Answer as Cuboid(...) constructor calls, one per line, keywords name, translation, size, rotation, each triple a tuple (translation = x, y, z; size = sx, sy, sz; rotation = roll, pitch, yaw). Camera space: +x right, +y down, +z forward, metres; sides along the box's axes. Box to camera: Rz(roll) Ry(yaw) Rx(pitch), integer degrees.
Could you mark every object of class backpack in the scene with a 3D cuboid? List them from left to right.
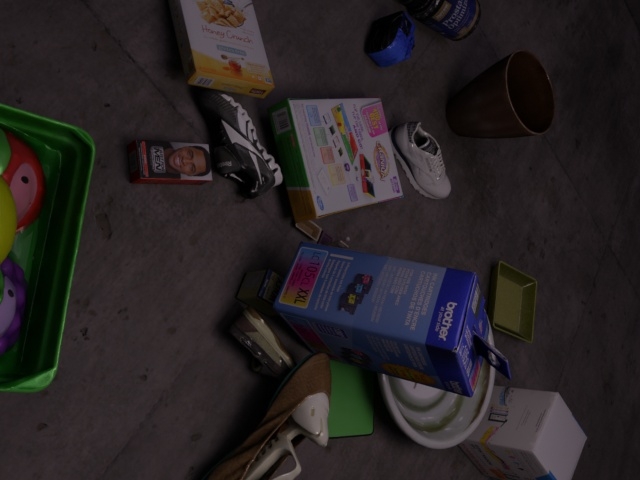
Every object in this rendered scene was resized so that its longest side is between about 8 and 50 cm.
Cuboid(name="backpack", translation=(0.176, -0.477, 1.491), size=(0.101, 0.097, 0.120), rotation=(39, 59, -33))

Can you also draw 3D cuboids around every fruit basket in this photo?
Cuboid(name="fruit basket", translation=(-0.426, -0.009, 0.738), size=(0.282, 0.392, 0.393), rotation=(15, 73, -37))

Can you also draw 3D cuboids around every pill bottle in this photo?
Cuboid(name="pill bottle", translation=(0.307, -0.618, 1.608), size=(0.219, 0.122, 0.123), rotation=(13, 75, -38))

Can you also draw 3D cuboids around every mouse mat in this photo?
Cuboid(name="mouse mat", translation=(0.062, 0.324, 1.321), size=(0.152, 0.007, 0.190), rotation=(10, 77, -38))

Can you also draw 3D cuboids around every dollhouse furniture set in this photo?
Cuboid(name="dollhouse furniture set", translation=(0.000, 0.000, 1.274), size=(0.114, 0.081, 0.091), rotation=(36, 61, -30))

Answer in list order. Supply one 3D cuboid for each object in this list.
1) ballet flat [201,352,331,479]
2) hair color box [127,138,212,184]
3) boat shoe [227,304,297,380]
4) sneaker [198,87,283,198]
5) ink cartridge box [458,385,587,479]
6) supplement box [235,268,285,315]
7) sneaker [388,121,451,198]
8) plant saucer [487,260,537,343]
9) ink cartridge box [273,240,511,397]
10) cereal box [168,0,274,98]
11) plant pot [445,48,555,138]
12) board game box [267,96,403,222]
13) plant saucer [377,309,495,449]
Cuboid(name="ballet flat", translation=(-0.065, 0.354, 1.084), size=(0.342, 0.124, 0.116), rotation=(-45, 134, -21))
Cuboid(name="hair color box", translation=(-0.267, -0.138, 1.099), size=(0.141, 0.043, 0.072), rotation=(-4, 84, -41))
Cuboid(name="boat shoe", translation=(-0.100, 0.219, 1.165), size=(0.073, 0.080, 0.224), rotation=(-35, 121, -8))
Cuboid(name="sneaker", translation=(-0.166, -0.177, 1.168), size=(0.106, 0.078, 0.234), rotation=(-50, 116, -36))
Cuboid(name="ink cartridge box", translation=(0.479, 0.475, 1.496), size=(0.171, 0.232, 0.168), rotation=(51, 57, -22))
Cuboid(name="supplement box", translation=(-0.100, 0.101, 1.172), size=(0.083, 0.083, 0.056), rotation=(34, 63, -31))
Cuboid(name="sneaker", translation=(0.262, -0.193, 1.518), size=(0.235, 0.094, 0.090), rotation=(46, 55, -26))
Cuboid(name="plant saucer", translation=(0.524, 0.173, 1.706), size=(0.188, 0.045, 0.189), rotation=(24, 69, -35))
Cuboid(name="ink cartridge box", translation=(0.151, 0.151, 1.121), size=(0.151, 0.395, 0.270), rotation=(-70, 153, -23))
Cuboid(name="cereal box", translation=(-0.191, -0.393, 1.166), size=(0.172, 0.047, 0.240), rotation=(-1, 68, -40))
Cuboid(name="plant pot", translation=(0.452, -0.353, 1.613), size=(0.215, 0.230, 0.216), rotation=(8, 78, -38))
Cuboid(name="board game box", translation=(0.044, -0.182, 1.325), size=(0.316, 0.064, 0.243), rotation=(-15, 92, -48))
Cuboid(name="plant saucer", translation=(0.250, 0.269, 1.425), size=(0.400, 0.100, 0.401), rotation=(8, 77, -38))
